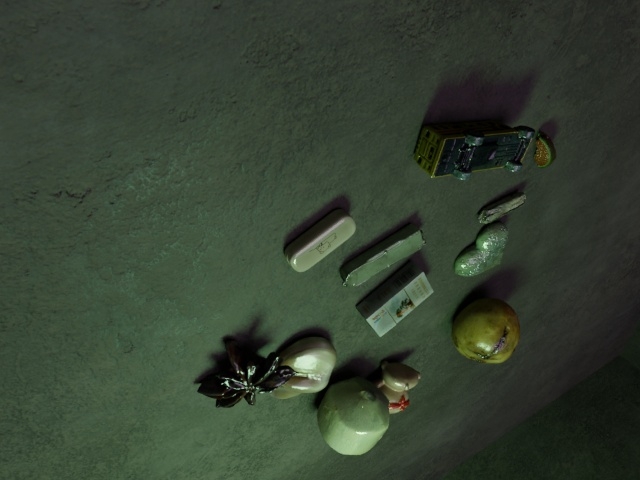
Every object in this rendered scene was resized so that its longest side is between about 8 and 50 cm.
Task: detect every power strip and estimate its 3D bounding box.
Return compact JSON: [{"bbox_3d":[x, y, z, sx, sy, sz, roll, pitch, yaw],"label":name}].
[{"bbox_3d":[0.176,0.047,1.446,0.285,0.048,0.080,-31,135,-11],"label":"power strip"}]

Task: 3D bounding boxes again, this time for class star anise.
[{"bbox_3d":[-0.202,0.379,1.395,0.212,0.129,0.283,19,120,-38],"label":"star anise"}]

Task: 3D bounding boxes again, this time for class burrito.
[{"bbox_3d":[0.584,-0.103,1.630,0.188,0.045,0.058,-25,111,-15],"label":"burrito"}]

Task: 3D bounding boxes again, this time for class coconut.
[{"bbox_3d":[0.121,0.590,1.727,0.244,0.245,0.247,2,131,-38],"label":"coconut"}]

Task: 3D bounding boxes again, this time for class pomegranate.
[{"bbox_3d":[0.623,0.344,1.902,0.260,0.260,0.261,-20,134,-22],"label":"pomegranate"}]

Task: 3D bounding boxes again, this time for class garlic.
[{"bbox_3d":[-0.035,0.394,1.540,0.227,0.110,0.217,-3,122,-35],"label":"garlic"}]

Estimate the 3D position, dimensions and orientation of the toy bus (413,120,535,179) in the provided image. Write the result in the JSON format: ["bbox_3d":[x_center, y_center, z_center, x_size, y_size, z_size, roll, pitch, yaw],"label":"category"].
[{"bbox_3d":[0.407,-0.244,1.316,0.335,0.123,0.121,-12,129,-30],"label":"toy bus"}]

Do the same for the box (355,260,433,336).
[{"bbox_3d":[0.237,0.187,1.597,0.233,0.067,0.149,-40,138,-1],"label":"box"}]

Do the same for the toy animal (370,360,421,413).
[{"bbox_3d":[0.268,0.554,1.875,0.171,0.171,0.198,6,113,-40],"label":"toy animal"}]

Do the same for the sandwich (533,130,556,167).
[{"bbox_3d":[0.690,-0.271,1.548,0.029,0.067,0.135,-38,139,-9],"label":"sandwich"}]

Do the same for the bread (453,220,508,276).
[{"bbox_3d":[0.563,0.045,1.726,0.232,0.064,0.172,-49,136,10],"label":"bread"}]

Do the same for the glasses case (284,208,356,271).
[{"bbox_3d":[0.000,0.000,1.272,0.196,0.050,0.083,-38,136,-4],"label":"glasses case"}]
